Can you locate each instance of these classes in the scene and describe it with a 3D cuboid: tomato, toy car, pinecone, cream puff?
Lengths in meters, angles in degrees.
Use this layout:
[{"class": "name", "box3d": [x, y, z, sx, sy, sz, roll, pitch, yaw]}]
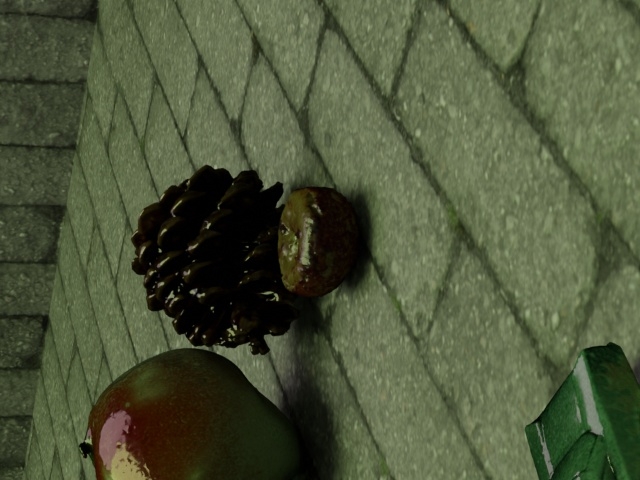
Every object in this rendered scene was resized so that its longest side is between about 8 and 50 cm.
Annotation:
[{"class": "tomato", "box3d": [-0.153, 0.285, 1.944, 0.303, 0.239, 0.303, 55, -175, -7]}, {"class": "toy car", "box3d": [0.238, 0.250, 1.180, 0.141, 0.097, 0.320, 115, 149, -48]}, {"class": "pinecone", "box3d": [-0.131, 0.031, 1.992, 0.243, 0.243, 0.257, -17, 93, 68]}, {"class": "cream puff", "box3d": [0.000, 0.000, 1.840, 0.149, 0.084, 0.149, -175, 90, -71]}]
